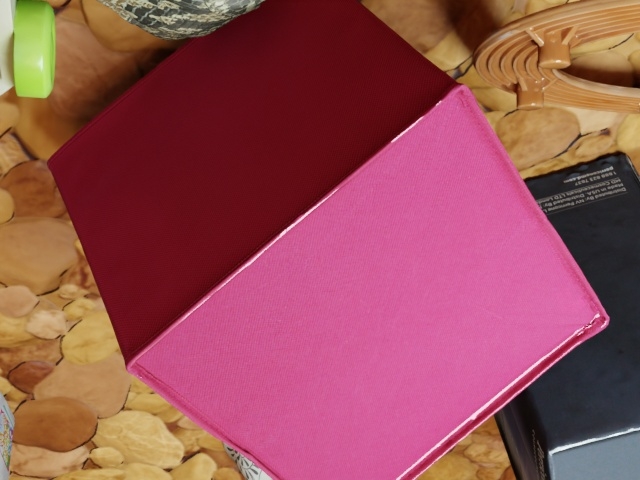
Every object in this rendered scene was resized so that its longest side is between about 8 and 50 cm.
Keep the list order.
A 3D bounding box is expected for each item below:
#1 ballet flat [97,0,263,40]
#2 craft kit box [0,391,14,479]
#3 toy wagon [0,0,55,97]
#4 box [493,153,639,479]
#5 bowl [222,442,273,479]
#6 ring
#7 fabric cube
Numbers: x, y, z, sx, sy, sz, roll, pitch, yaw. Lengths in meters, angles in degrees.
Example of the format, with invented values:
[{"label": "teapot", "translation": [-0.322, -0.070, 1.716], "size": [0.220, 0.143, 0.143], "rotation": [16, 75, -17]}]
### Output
[{"label": "ballet flat", "translation": [-0.242, -0.245, 0.578], "size": [0.482, 0.164, 0.182], "rotation": [26, 146, -32]}, {"label": "craft kit box", "translation": [-0.417, 0.265, 0.914], "size": [0.249, 0.247, 0.061], "rotation": [-11, 134, -4]}, {"label": "toy wagon", "translation": [-0.280, -0.128, 0.537], "size": [0.267, 0.068, 0.344], "rotation": [2, 146, -11]}, {"label": "box", "translation": [0.253, 0.137, 0.915], "size": [0.182, 0.294, 0.296], "rotation": [-16, 132, 2]}, {"label": "bowl", "translation": [-0.019, 0.235, 1.087], "size": [0.170, 0.080, 0.170], "rotation": [-6, 131, -6]}, {"label": "ring", "translation": [0.278, -0.117, 0.716], "size": [0.336, 0.032, 0.336], "rotation": [2, 176, 0]}, {"label": "fabric cube", "translation": [0.000, 0.000, 0.724], "size": [0.254, 0.258, 0.259], "rotation": [-40, 130, 1]}]
